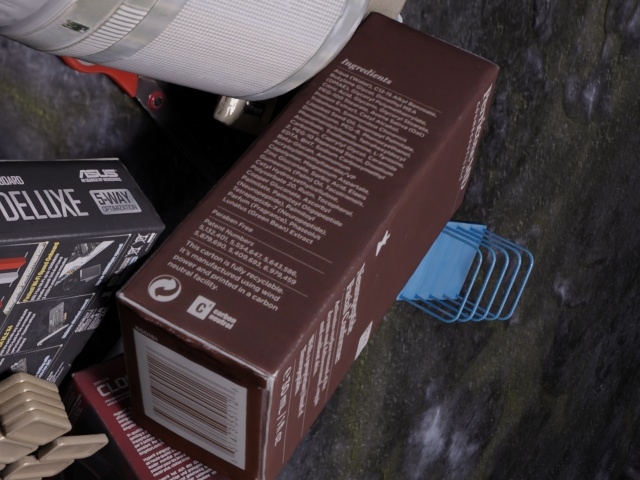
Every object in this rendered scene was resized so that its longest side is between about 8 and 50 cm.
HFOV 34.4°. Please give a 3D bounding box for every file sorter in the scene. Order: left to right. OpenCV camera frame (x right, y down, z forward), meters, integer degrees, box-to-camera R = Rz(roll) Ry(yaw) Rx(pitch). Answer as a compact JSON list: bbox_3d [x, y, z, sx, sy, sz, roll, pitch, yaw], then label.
[{"bbox_3d":[0.200,0.045,1.419,0.170,0.104,0.118,4,110,-54],"label":"file sorter"}]

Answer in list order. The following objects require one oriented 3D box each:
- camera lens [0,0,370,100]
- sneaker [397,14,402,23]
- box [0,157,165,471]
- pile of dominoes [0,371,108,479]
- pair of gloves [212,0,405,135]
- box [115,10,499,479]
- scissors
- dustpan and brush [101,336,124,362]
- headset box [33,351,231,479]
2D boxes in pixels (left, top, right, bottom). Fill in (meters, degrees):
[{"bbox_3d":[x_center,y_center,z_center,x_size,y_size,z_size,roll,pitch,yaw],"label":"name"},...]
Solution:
[{"bbox_3d":[-0.108,-0.221,0.698,0.274,0.219,0.219,7,108,-47],"label":"camera lens"},{"bbox_3d":[0.032,-0.181,1.070,0.073,0.063,0.162,6,108,-51],"label":"sneaker"},{"bbox_3d":[-0.283,0.078,0.727,0.242,0.076,0.307,-7,142,-50],"label":"box"},{"bbox_3d":[-0.304,0.180,0.770,0.251,0.040,0.196,-29,158,4],"label":"pile of dominoes"},{"bbox_3d":[-0.003,-0.189,0.941,0.240,0.042,0.204,-3,119,-60],"label":"pair of gloves"},{"bbox_3d":[0.000,0.000,0.874,0.381,0.143,0.191,-54,162,-35],"label":"box"},{"bbox_3d":[-0.161,-0.128,0.895,0.109,0.021,0.297,-45,145,-27],"label":"scissors"},{"bbox_3d":[-0.141,0.108,1.066,0.147,0.060,0.211,-52,140,-1],"label":"dustpan and brush"},{"bbox_3d":[-0.149,0.248,0.927,0.110,0.293,0.218,-19,153,-43],"label":"headset box"}]
